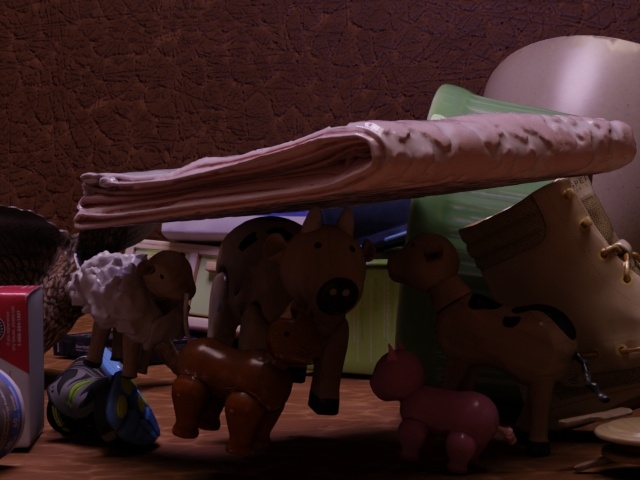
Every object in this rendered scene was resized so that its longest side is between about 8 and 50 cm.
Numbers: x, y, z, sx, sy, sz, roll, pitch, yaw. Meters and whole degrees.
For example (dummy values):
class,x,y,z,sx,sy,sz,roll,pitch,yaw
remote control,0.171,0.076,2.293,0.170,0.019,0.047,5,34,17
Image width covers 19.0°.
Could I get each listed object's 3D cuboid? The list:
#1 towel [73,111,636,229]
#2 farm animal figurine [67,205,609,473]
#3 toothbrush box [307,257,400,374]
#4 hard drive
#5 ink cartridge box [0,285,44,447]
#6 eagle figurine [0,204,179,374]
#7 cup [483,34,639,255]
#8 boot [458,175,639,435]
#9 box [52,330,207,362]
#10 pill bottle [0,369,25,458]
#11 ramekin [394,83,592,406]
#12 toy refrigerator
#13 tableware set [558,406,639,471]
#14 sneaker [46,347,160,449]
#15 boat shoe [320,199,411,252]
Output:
class,x,y,z,sx,sy,sz,roll,pitch,yaw
towel,0.028,-0.056,1.472,0.317,0.053,0.332,-7,0,40
farm animal figurine,0.011,0.052,1.487,0.330,0.172,0.327,3,11,-35
toothbrush box,0.141,0.082,2.069,0.283,0.122,0.206,0,2,30
hard drive,0.000,0.000,2.282,0.319,0.040,0.210,1,-11,25
ink cartridge box,-0.322,0.103,1.577,0.176,0.128,0.127,0,2,-3
eagle figurine,-0.305,0.061,1.988,0.298,0.226,0.225,7,26,31
cup,0.312,-0.039,2.210,0.331,0.237,0.331,17,-34,12
boot,0.259,0.027,1.562,0.262,0.203,0.095,-23,-4,22
box,-0.220,0.125,2.258,0.162,0.029,0.116,3,3,40
pill bottle,-0.282,0.135,1.405,0.078,0.078,0.137,0,3,20
ramekin,0.167,0.013,1.773,0.148,0.303,0.303,8,4,9
toy refrigerator,-0.110,0.063,2.259,0.269,0.102,0.094,5,-10,33
tableware set,0.281,0.150,1.426,0.194,0.039,0.128,-5,7,-42
sneaker,-0.185,0.141,1.582,0.078,0.067,0.188,-32,17,-10
boat shoe,0.127,-0.013,1.988,0.258,0.089,0.109,-5,-10,23
